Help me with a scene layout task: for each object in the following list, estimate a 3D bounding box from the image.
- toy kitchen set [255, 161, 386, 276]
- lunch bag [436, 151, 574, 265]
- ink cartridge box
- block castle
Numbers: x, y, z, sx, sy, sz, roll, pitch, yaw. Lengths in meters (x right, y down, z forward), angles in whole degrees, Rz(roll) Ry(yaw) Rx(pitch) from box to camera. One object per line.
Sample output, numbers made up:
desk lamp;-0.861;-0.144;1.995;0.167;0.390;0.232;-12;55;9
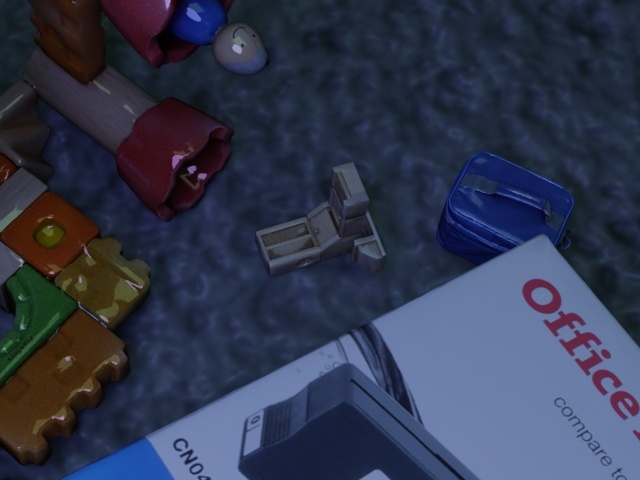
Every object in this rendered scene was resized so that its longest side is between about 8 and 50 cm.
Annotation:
toy kitchen set;0.000;0.000;1.029;0.075;0.083;0.068;-17;66;-12
lunch bag;0.141;-0.016;1.059;0.098;0.065;0.067;24;65;8
ink cartridge box;0.052;0.211;0.844;0.395;0.166;0.285;-26;65;-24
block castle;-0.233;0.009;0.885;0.213;0.303;0.453;37;67;12
